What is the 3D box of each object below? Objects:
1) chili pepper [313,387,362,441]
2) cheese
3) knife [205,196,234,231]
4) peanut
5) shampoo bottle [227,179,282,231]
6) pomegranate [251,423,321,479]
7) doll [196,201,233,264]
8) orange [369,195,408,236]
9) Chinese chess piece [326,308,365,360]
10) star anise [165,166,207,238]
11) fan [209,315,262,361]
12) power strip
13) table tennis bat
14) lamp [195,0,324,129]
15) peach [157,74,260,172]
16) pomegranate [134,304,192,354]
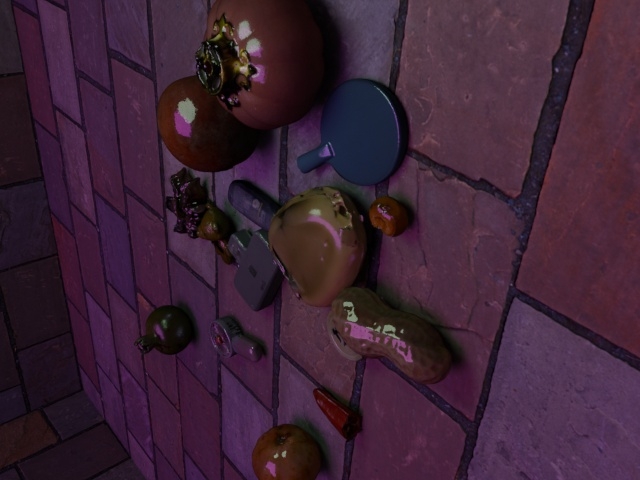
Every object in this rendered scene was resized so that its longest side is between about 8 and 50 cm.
[{"bbox_3d":[0.032,0.441,1.665,0.169,0.065,0.088,33,131,45],"label":"chili pepper"},{"bbox_3d":[0.000,0.000,1.433,0.259,0.128,0.316,50,147,11],"label":"cheese"},{"bbox_3d":[-0.302,-0.083,1.882,0.170,0.010,0.023,46,140,30],"label":"knife"},{"bbox_3d":[0.142,0.200,1.325,0.298,0.120,0.136,26,117,35],"label":"peanut"},{"bbox_3d":[-0.161,-0.084,1.658,0.234,0.049,0.087,34,125,39],"label":"shampoo bottle"},{"bbox_3d":[-0.096,0.632,1.827,0.207,0.207,0.207,28,128,43],"label":"pomegranate"},{"bbox_3d":[-0.305,-0.007,1.841,0.209,0.097,0.137,84,161,-47],"label":"doll"},{"bbox_3d":[0.139,-0.053,1.267,0.086,0.062,0.086,38,150,27],"label":"orange"},{"bbox_3d":[0.075,0.213,1.489,0.144,0.058,0.144,27,127,42],"label":"Chinese chess piece"},{"bbox_3d":[-0.418,-0.110,1.946,0.214,0.099,0.220,10,115,47],"label":"star anise"},{"bbox_3d":[-0.265,0.318,1.982,0.244,0.074,0.130,14,118,49],"label":"fan"},{"bbox_3d":[-0.181,0.057,1.748,0.193,0.059,0.265,50,141,19],"label":"power strip"},{"bbox_3d":[0.057,-0.208,1.317,0.329,0.044,0.215,-20,92,53],"label":"table tennis bat"},{"bbox_3d":[-0.135,-0.376,1.309,0.305,0.240,0.305,28,129,42],"label":"lamp"},{"bbox_3d":[-0.261,-0.283,1.524,0.252,0.252,0.252,28,128,43],"label":"peach"},{"bbox_3d":[-0.567,0.321,2.278,0.179,0.210,0.179,-12,75,48],"label":"pomegranate"}]
